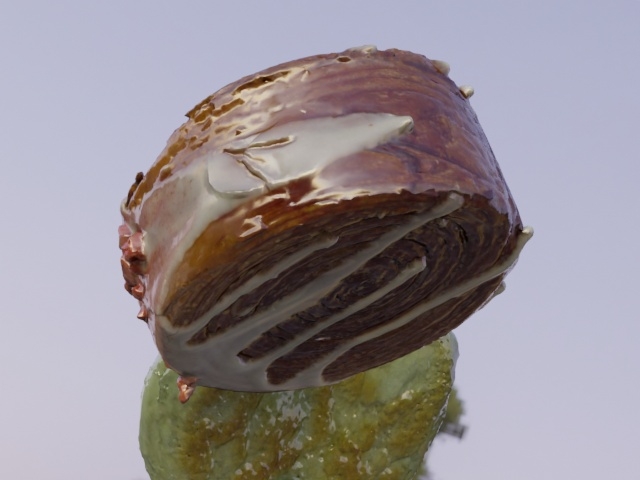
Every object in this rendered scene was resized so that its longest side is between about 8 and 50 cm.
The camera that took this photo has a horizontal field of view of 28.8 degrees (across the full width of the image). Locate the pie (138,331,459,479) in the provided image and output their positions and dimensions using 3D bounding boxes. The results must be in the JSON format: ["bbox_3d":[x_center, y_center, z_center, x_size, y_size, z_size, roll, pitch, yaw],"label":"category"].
[{"bbox_3d":[-0.009,0.086,0.652,0.187,0.187,0.041,43,-6,-36],"label":"pie"}]

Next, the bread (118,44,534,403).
[{"bbox_3d":[0.000,0.000,0.492,0.161,0.073,0.160,-17,-26,-9],"label":"bread"}]
